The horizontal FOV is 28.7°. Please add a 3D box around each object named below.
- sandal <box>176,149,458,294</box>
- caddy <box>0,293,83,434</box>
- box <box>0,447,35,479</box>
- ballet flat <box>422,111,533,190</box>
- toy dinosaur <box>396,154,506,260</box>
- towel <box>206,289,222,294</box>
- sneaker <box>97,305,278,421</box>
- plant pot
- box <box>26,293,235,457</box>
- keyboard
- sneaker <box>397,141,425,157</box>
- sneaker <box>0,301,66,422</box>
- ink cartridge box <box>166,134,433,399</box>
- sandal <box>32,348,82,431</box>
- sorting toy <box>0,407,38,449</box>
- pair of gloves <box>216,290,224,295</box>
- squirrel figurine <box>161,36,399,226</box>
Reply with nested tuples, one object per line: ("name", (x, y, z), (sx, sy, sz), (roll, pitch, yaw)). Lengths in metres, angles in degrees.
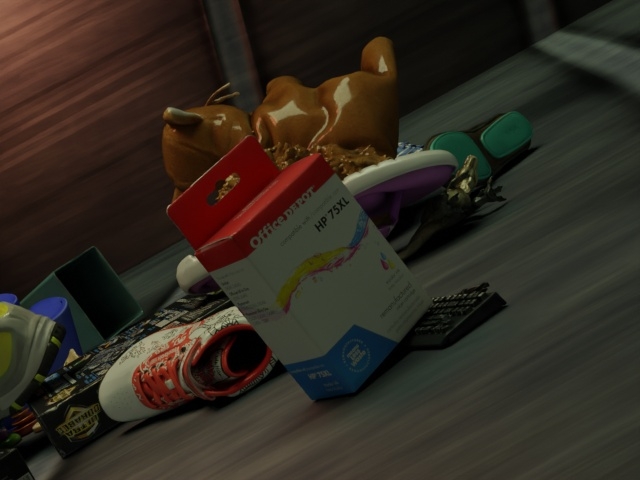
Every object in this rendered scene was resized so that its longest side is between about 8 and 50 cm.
("sandal", (0.006, 0.000, 1.657), (0.416, 0.102, 0.169), (-25, -10, 20))
("caddy", (-0.530, 0.222, 2.028), (0.241, 0.179, 0.341), (3, 23, 28))
("box", (-0.391, 0.287, 1.503), (0.062, 0.052, 0.083), (-33, 10, -33))
("ballet flat", (0.222, -0.118, 1.865), (0.280, 0.095, 0.096), (-21, -16, -48))
("toy dinosaur", (0.165, -0.039, 1.638), (0.268, 0.064, 0.118), (-40, 7, -39))
("towel", (-0.194, 0.093, 2.187), (0.083, 0.009, 0.060), (-26, 8, 41))
("sneaker", (-0.155, 0.146, 1.429), (0.270, 0.090, 0.145), (-25, 5, 11))
("plant pot", (-0.506, 0.158, 2.436), (0.234, 0.165, 0.166), (-34, 4, 26))
("box", (-0.257, 0.172, 1.713), (0.293, 0.073, 0.295), (-32, 8, -16))
("keyboard", (0.111, 0.070, 1.214), (0.108, 0.023, 0.180), (-32, 9, -24))
("sneaker", (0.169, -0.141, 2.220), (0.211, 0.081, 0.080), (-25, 6, 17))
("sneaker", (-0.505, 0.214, 1.739), (0.385, 0.147, 0.145), (-48, 17, 24))
("ink cartridge box", (-0.018, 0.017, 1.162), (0.134, 0.231, 0.078), (-46, 14, -32))
("sandal", (-0.346, 0.191, 1.886), (0.240, 0.079, 0.088), (-31, 7, -15))
("sorting toy", (-0.466, 0.281, 1.872), (0.061, 0.042, 0.102), (-23, 9, 36))
("pair of gloves", (-0.170, 0.088, 2.207), (0.074, 0.010, 0.083), (-32, 6, -3))
("squirrel figurine", (-0.067, -0.120, 1.950), (0.370, 0.281, 0.397), (1, 37, -3))
